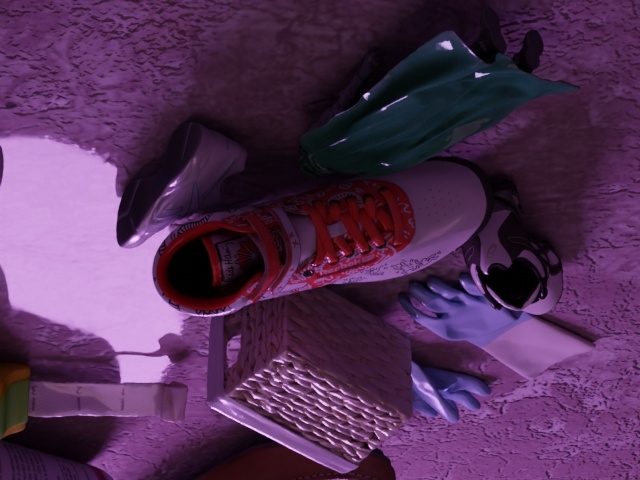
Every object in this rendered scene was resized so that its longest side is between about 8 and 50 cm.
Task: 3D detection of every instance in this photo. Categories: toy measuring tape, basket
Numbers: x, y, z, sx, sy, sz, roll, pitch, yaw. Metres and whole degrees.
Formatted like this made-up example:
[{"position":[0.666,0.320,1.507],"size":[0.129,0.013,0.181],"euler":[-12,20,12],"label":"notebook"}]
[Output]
[{"position":[-0.282,0.157,1.615],"size":[0.330,0.121,0.121],"euler":[3,145,-12],"label":"toy measuring tape"},{"position":[-0.006,0.115,1.584],"size":[0.167,0.113,0.103],"euler":[30,130,-28],"label":"basket"}]

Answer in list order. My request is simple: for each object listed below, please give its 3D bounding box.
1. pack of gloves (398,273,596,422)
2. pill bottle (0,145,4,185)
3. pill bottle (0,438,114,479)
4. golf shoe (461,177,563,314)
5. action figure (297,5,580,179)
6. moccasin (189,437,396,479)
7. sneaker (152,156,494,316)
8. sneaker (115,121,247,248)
[{"position":[0.121,0.117,1.682],"size":[0.195,0.046,0.232],"euler":[-29,140,33],"label":"pack of gloves"},{"position":[-0.355,-0.080,1.227],"size":[0.264,0.146,0.146],"euler":[26,136,-37],"label":"pill bottle"},{"position":[-0.350,0.267,1.737],"size":[0.283,0.160,0.160],"euler":[24,137,-36],"label":"pill bottle"},{"position":[0.163,0.032,1.519],"size":[0.077,0.094,0.198],"euler":[-19,146,17],"label":"golf shoe"},{"position":[0.062,-0.100,1.333],"size":[0.137,0.063,0.232],"euler":[23,144,-38],"label":"action figure"},{"position":[-0.086,0.306,1.843],"size":[0.380,0.147,0.139],"euler":[-22,143,23],"label":"moccasin"},{"position":[0.000,0.001,1.398],"size":[0.270,0.090,0.145],"euler":[-12,-176,15],"label":"sneaker"},{"position":[-0.113,-0.035,1.414],"size":[0.061,0.053,0.152],"euler":[15,141,-33],"label":"sneaker"}]
